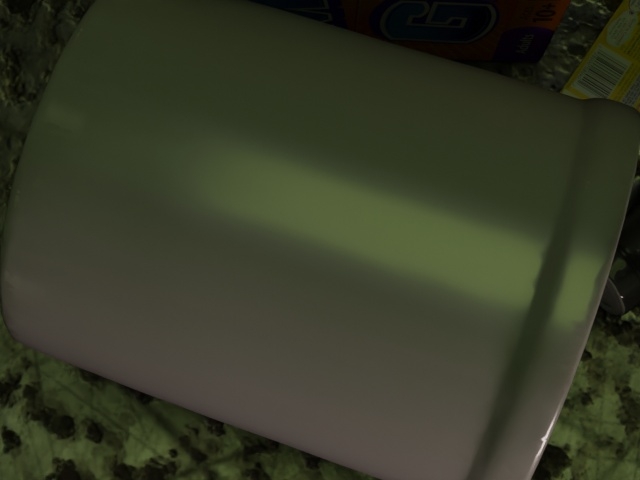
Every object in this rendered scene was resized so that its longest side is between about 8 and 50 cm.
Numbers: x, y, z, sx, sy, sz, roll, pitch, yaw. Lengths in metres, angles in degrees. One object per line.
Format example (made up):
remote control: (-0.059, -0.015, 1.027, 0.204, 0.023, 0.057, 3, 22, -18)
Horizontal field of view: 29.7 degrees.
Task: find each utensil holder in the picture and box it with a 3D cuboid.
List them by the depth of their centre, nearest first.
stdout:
utensil holder: (0.000, 0.000, 0.911, 0.386, 0.327, 0.327, 17, 77, 5)

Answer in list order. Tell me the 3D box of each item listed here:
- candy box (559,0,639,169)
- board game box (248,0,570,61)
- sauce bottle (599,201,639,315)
candy box: (0.309, -0.174, 1.107, 0.105, 0.027, 0.206, 35, 79, 5)
board game box: (0.037, -0.381, 0.983, 0.357, 0.356, 0.356, 1, 76, -1)
sauce bottle: (0.368, -0.063, 1.037, 0.344, 0.111, 0.111, -36, 80, -11)
